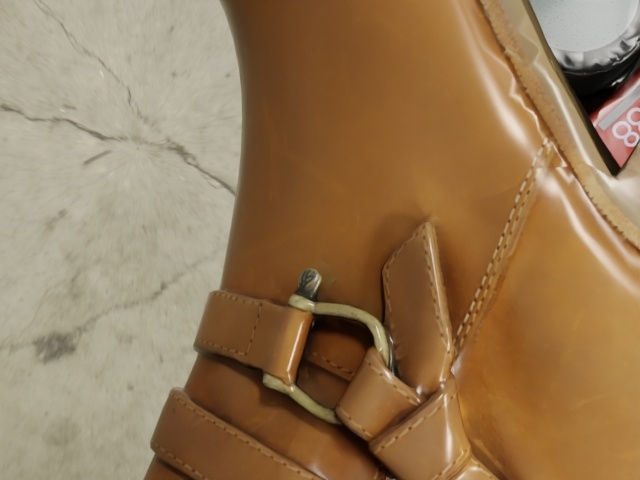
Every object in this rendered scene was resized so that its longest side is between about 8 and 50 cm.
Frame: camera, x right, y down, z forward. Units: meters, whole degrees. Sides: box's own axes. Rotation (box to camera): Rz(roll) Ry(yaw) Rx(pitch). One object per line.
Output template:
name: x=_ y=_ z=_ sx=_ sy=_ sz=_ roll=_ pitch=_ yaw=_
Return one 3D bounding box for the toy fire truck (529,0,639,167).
toy fire truck: x=0.195 y=-0.051 z=0.469 sx=0.217 sy=0.158 sz=0.246 roll=-43 pitch=82 yaw=-10

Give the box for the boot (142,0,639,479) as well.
boot: x=0.000 y=0.000 z=0.399 sx=0.283 sy=0.109 sz=0.220 roll=33 pitch=95 yaw=15
